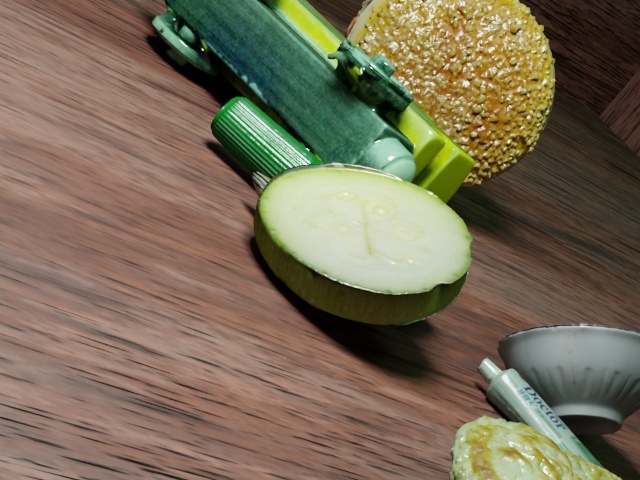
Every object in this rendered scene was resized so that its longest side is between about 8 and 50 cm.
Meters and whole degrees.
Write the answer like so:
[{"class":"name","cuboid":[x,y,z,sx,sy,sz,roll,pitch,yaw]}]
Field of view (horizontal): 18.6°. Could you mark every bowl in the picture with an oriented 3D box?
[{"class":"bowl","cuboid":[0.281,0.157,2.077,0.189,0.189,0.086,25,61,-44]}]

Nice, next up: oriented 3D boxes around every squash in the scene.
[{"class":"squash","cuboid":[0.042,-0.001,1.906,0.219,0.041,0.219,11,34,-7]}]

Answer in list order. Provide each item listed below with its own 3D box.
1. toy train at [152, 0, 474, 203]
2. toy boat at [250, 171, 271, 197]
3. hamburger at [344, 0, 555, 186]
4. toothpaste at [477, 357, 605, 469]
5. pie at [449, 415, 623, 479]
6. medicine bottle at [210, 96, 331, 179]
[{"class":"toy train","cuboid":[-0.011,-0.181,2.295,0.442,0.179,0.272,47,10,31]},{"class":"toy boat","cuboid":[0.000,0.000,1.961,0.210,0.066,0.084,44,13,21]},{"class":"hamburger","cuboid":[0.163,-0.209,2.588,0.302,0.302,0.170,39,3,-1]},{"class":"toothpaste","cuboid":[0.238,0.203,1.996,0.218,0.041,0.064,47,28,18]},{"class":"pie","cuboid":[0.204,0.253,1.658,0.248,0.090,0.201,31,27,-28]},{"class":"medicine bottle","cuboid":[0.007,-0.036,2.069,0.309,0.076,0.111,41,13,10]}]
